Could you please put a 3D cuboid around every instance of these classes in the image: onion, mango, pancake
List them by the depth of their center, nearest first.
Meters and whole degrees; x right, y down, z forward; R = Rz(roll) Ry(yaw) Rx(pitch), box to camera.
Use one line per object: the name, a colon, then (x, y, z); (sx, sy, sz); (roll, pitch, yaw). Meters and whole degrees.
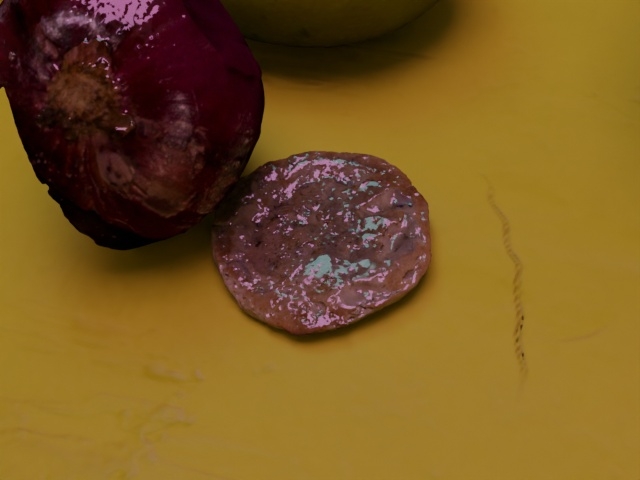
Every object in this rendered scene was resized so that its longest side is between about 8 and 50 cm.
pancake: (0.000, -0.001, 0.830); (0.151, 0.025, 0.152); (-4, 49, 4)
onion: (-0.109, -0.106, 0.850); (0.140, 0.195, 0.218); (-28, 2, 18)
mango: (-0.019, -0.227, 0.947); (0.273, 0.149, 0.185); (-1, 56, 15)
